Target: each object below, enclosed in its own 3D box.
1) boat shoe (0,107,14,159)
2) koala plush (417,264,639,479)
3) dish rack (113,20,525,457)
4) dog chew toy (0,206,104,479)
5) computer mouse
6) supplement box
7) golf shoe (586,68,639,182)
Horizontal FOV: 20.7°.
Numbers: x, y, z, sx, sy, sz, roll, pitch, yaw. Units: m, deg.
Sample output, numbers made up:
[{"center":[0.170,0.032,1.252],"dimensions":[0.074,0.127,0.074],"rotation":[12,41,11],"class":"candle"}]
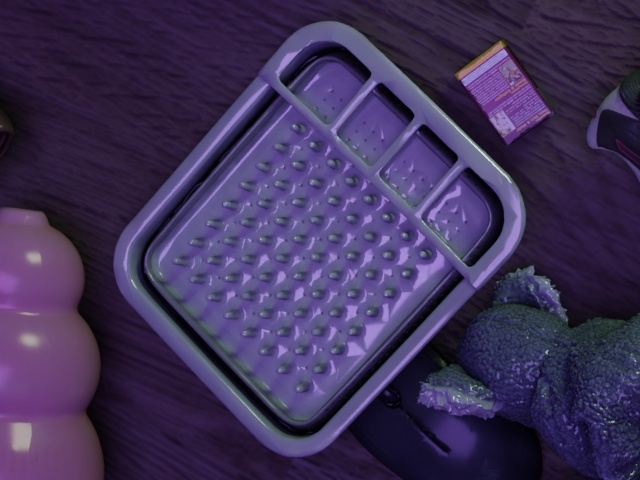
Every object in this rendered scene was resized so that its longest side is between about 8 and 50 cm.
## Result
[{"center":[-0.410,-0.004,1.653],"dimensions":[0.342,0.123,0.123],"rotation":[-49,62,7],"class":"boat shoe"},{"center":[0.215,0.122,1.558],"dimensions":[0.221,0.203,0.196],"rotation":[26,62,29],"class":"koala plush"},{"center":[0.000,0.000,1.604],"dimensions":[0.285,0.072,0.333],"rotation":[45,102,13],"class":"dish rack"},{"center":[-0.296,0.135,1.640],"dimensions":[0.206,0.206,0.332],"rotation":[7,93,8],"class":"dog chew toy"},{"center":[0.085,0.169,1.643],"dimensions":[0.272,0.072,0.188],"rotation":[35,102,2],"class":"computer mouse"},{"center":[0.168,-0.135,1.594],"dimensions":[0.055,0.043,0.083],"rotation":[-35,92,12],"class":"supplement box"},{"center":[0.364,-0.056,1.562],"dimensions":[0.273,0.105,0.120],"rotation":[40,139,-11],"class":"golf shoe"}]
